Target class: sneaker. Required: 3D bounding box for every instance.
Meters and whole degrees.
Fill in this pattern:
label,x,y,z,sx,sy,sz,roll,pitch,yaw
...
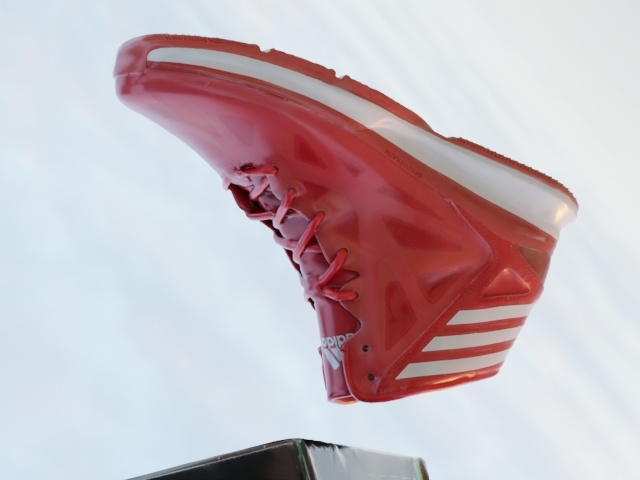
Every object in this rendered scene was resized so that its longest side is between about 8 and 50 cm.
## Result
label,x,y,z,sx,sy,sz,roll,pitch,yaw
sneaker,0.000,0.000,0.825,0.221,0.128,0.087,21,172,-13

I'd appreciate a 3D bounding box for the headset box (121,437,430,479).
label,x,y,z,sx,sy,sz,roll,pitch,yaw
headset box,-0.011,0.211,0.722,0.283,0.131,0.246,37,-141,-76
